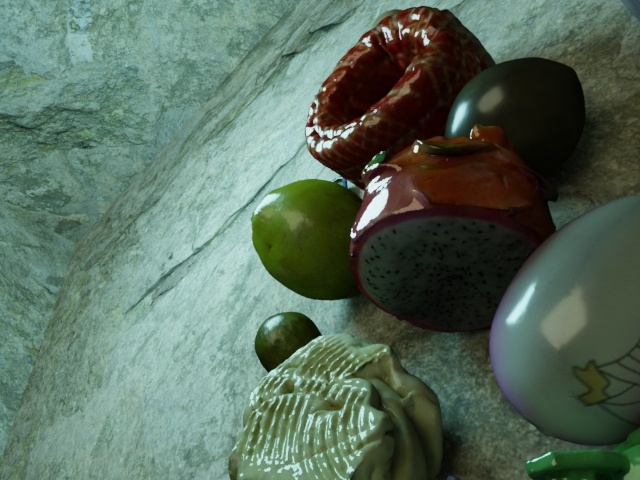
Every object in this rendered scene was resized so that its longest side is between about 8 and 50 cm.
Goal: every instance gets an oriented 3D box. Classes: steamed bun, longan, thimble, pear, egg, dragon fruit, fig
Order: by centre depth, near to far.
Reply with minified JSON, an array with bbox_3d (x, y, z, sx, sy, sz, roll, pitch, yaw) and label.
[{"bbox_3d":[0.295,0.078,0.584,0.271,0.196,0.196,-42,30,-2],"label":"egg"},{"bbox_3d":[0.034,0.283,0.734,0.276,0.203,0.289,-36,25,-21],"label":"steamed bun"},{"bbox_3d":[0.173,-0.024,0.770,0.290,0.290,0.189,-29,38,36],"label":"dragon fruit"},{"bbox_3d":[0.289,-0.172,0.847,0.212,0.198,0.198,-22,37,5],"label":"longan"},{"bbox_3d":[-0.006,0.197,0.994,0.236,0.124,0.124,11,66,32],"label":"fig"},{"bbox_3d":[0.000,0.000,1.024,0.212,0.269,0.213,22,-90,-84],"label":"pear"},{"bbox_3d":[0.156,-0.248,1.068,0.350,0.230,0.350,-34,38,31],"label":"thimble"}]

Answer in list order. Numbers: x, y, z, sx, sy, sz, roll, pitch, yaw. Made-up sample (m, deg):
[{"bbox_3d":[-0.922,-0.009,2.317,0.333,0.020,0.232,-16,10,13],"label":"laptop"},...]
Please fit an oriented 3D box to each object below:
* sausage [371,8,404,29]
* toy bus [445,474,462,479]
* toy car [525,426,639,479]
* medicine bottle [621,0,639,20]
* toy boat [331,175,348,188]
[{"bbox_3d":[0.170,-0.417,1.323,0.123,0.123,0.253,-29,39,36],"label":"sausage"},{"bbox_3d":[0.147,0.353,0.621,0.076,0.073,0.168,-3,56,53],"label":"toy bus"},{"bbox_3d":[0.357,0.196,0.392,0.358,0.176,0.214,-32,38,32],"label":"toy car"},{"bbox_3d":[0.548,-0.439,0.808,0.249,0.133,0.133,-38,34,26],"label":"medicine bottle"},{"bbox_3d":[0.034,-0.045,1.209,0.080,0.045,0.229,-30,38,34],"label":"toy boat"}]
